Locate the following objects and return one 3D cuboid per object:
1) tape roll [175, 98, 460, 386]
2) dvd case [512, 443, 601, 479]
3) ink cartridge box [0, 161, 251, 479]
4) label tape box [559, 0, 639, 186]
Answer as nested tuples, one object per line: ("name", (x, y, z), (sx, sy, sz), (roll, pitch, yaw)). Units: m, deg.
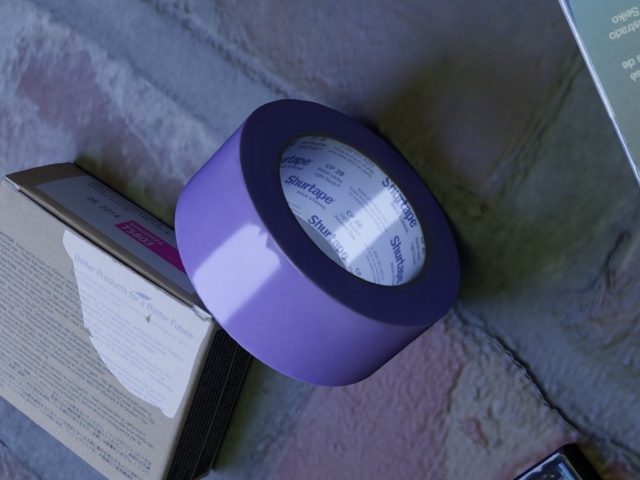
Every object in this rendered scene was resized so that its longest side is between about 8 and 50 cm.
("tape roll", (0.000, 0.000, 0.970), (0.080, 0.189, 0.189), (-42, 78, 34))
("dvd case", (0.151, 0.285, 1.052), (0.253, 0.022, 0.180), (-43, 77, 35))
("ink cartridge box", (-0.176, 0.074, 1.173), (0.235, 0.088, 0.193), (33, 118, 23))
("label tape box", (0.279, -0.111, 0.760), (0.249, 0.115, 0.347), (-24, 91, 19))
